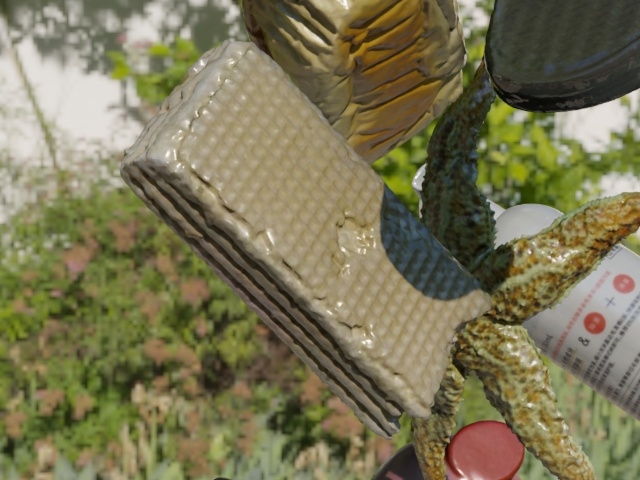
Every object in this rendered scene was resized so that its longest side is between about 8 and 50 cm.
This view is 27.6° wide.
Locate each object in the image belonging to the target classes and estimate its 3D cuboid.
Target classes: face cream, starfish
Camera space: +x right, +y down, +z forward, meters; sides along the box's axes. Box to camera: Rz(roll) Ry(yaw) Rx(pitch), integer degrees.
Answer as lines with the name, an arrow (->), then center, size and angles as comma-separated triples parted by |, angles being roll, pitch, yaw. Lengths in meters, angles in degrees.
face cream -> 0.252, 0.045, 1.370 | 0.369, 0.145, 0.145 | 36, 20, 20
starfish -> 0.125, 0.050, 0.968 | 0.078, 0.358, 0.347 | -19, -18, -50

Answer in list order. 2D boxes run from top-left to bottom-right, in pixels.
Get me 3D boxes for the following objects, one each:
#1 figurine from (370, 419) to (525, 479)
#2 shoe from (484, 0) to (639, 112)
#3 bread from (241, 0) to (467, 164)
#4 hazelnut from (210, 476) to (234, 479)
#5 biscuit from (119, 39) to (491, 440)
figurine -> 0.117, 0.269, 1.231 | 0.173, 0.173, 0.173 | 2, 7, 0
shoe -> 0.173, -0.133, 0.617 | 0.108, 0.241, 0.093 | 8, -34, 41
bread -> 0.039, -0.236, 1.366 | 0.236, 0.183, 0.389 | -32, -22, -13
hazelnut -> -0.122, 0.345, 1.675 | 0.086, 0.086, 0.086 | 2, 7, 0
biscuit -> 0.000, 0.000, 0.742 | 0.062, 0.239, 0.108 | -17, 34, 49
